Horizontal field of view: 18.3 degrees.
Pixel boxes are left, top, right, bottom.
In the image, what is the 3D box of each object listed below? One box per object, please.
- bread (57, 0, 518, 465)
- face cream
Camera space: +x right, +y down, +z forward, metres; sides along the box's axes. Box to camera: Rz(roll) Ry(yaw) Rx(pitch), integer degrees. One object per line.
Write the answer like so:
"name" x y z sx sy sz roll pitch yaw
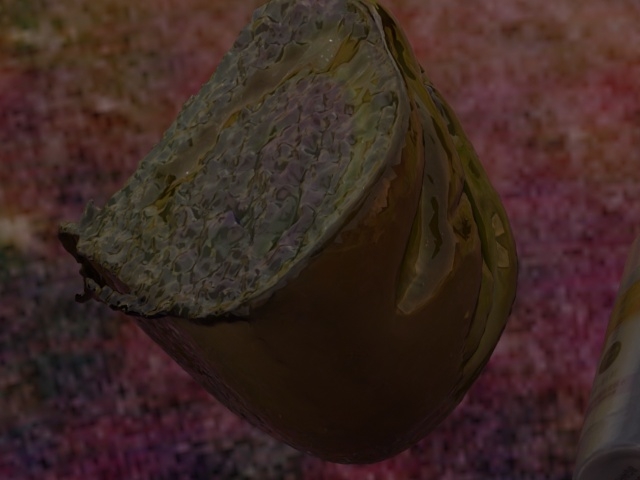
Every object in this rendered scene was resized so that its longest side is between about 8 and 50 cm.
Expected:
"bread" 0.000 0.002 0.797 0.158 0.156 0.261 -49 30 -8
"face cream" 0.184 0.064 1.098 0.057 0.084 0.198 29 43 -7
